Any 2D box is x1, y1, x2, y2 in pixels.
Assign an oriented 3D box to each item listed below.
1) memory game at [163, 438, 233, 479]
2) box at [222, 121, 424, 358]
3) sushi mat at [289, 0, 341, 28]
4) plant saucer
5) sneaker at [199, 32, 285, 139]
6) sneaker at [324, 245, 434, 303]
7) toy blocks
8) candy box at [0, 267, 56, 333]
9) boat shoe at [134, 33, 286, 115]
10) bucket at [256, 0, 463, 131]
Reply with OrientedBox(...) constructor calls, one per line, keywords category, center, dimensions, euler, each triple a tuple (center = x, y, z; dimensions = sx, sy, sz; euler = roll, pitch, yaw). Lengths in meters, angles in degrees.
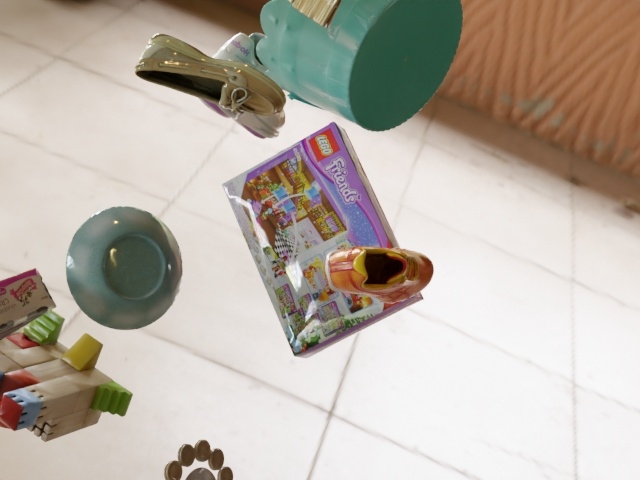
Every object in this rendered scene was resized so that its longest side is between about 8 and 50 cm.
OrientedBox(category="memory game", center=(-0.197, 0.412, 1.744), dimensions=(0.012, 0.186, 0.186), euler=(-7, 9, 34))
OrientedBox(category="box", center=(0.000, 0.000, 1.601), dimensions=(0.293, 0.201, 0.057), euler=(67, 16, 16))
OrientedBox(category="sushi mat", center=(0.049, -0.374, 1.091), dimensions=(0.019, 0.316, 0.151), euler=(15, 25, -35))
OrientedBox(category="plant saucer", center=(-0.293, 0.042, 1.675), dimensions=(0.195, 0.194, 0.037), euler=(6, -6, -32))
OrientedBox(category="sneaker", center=(-0.106, -0.263, 1.853), dimensions=(0.114, 0.152, 0.305), euler=(38, 5, 15))
OrientedBox(category="sneaker", center=(0.077, 0.037, 1.172), dimensions=(0.067, 0.064, 0.175), euler=(-6, -3, 38))
OrientedBox(category="toy blocks", center=(-0.567, 0.240, 1.932), dimensions=(0.381, 0.190, 0.261), euler=(29, 17, 22))
OrientedBox(category="candy box", center=(-0.524, 0.132, 1.586), dimensions=(0.071, 0.233, 0.159), euler=(62, 27, 1))
OrientedBox(category="boat shoe", center=(-0.110, -0.157, 1.099), dimensions=(0.153, 0.056, 0.048), euler=(25, 59, -4))
OrientedBox(category="bucket", center=(0.065, -0.305, 1.599), dimensions=(0.183, 0.281, 0.281), euler=(37, 29, 31))
